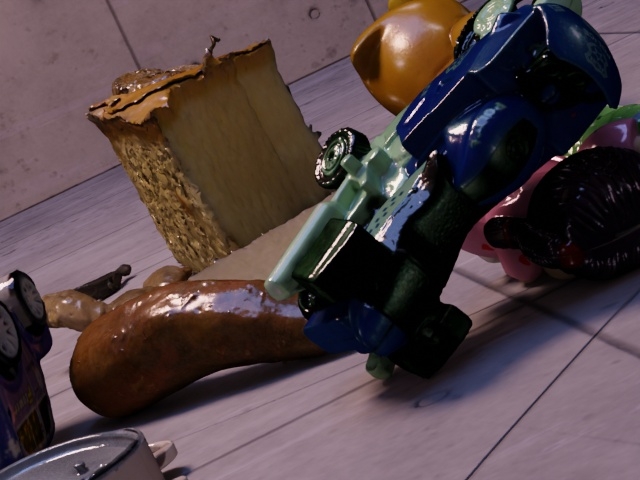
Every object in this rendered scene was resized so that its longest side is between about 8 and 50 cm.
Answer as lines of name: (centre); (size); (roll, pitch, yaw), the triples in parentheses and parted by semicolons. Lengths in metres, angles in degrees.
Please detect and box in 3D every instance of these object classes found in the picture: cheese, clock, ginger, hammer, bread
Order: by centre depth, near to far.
clock: (-0.180, 0.184, 1.235); (0.155, 0.063, 0.229); (-17, 14, 42)
clock: (0.210, -0.040, 1.363); (0.194, 0.100, 0.195); (-28, 19, -17)
cheese: (0.001, -0.002, 1.751); (0.085, 0.034, 0.400); (26, 43, 38)
ginger: (-0.175, 0.064, 1.814); (0.258, 0.065, 0.149); (-6, 15, 35)
bread: (-0.085, -0.105, 1.973); (0.279, 0.248, 0.315); (-29, 12, -21)
hammer: (-0.377, 0.095, 2.275); (0.297, 0.027, 0.125); (-19, 7, 27)

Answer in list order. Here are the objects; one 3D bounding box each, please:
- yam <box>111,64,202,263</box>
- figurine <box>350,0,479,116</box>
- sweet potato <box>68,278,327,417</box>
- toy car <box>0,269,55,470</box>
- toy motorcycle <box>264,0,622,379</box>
yam: (-0.156, -0.102, 2.176); (0.128, 0.238, 0.129); (-20, 12, 0)
figurine: (0.142, -0.175, 1.963); (0.228, 0.215, 0.215); (29, 39, 23)
sweet potato: (-0.105, 0.081, 1.494); (0.291, 0.097, 0.097); (-18, 12, 33)
toy car: (-0.307, 0.133, 1.522); (0.172, 0.158, 0.235); (-22, 9, 12)
toy motorcycle: (0.100, -0.059, 1.284); (0.331, 0.125, 0.196); (-56, 24, -12)
